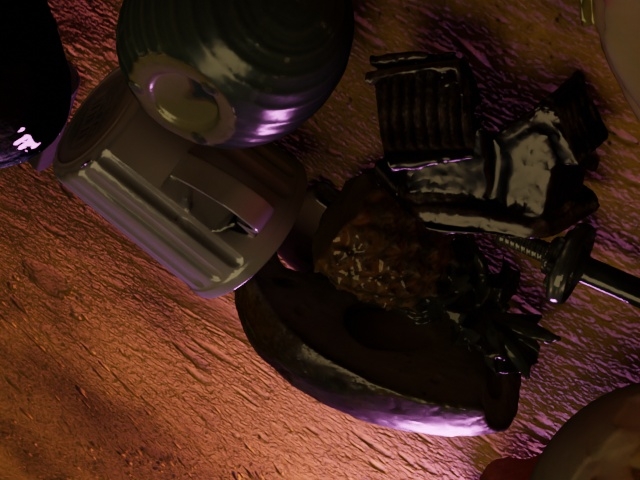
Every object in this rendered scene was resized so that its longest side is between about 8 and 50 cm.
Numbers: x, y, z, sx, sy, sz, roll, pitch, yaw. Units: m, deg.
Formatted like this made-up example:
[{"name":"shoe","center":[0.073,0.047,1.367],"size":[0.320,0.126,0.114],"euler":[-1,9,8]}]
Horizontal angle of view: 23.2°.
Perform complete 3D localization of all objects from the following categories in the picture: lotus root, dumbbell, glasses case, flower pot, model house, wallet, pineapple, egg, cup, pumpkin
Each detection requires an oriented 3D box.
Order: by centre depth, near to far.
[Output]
[{"name":"model house","center":[0.137,-0.091,1.297],"size":[0.203,0.141,0.164],"euler":[4,122,10]},{"name":"flower pot","center":[-0.075,-0.171,1.321],"size":[0.189,0.157,0.243],"euler":[39,157,-14]},{"name":"dumbbell","center":[0.273,0.042,1.375],"size":[0.254,0.081,0.081],"euler":[25,151,18]},{"name":"cup","center":[-0.122,-0.071,1.492],"size":[0.202,0.166,0.221],"euler":[38,143,-26]},{"name":"egg","center":[0.329,0.292,1.497],"size":[0.278,0.278,0.336],"euler":[24,153,17]},{"name":"pineapple","center":[0.114,0.038,1.504],"size":[0.248,0.128,0.128],"euler":[34,152,-13]},{"name":"pumpkin","center":[-0.332,-0.185,1.507],"size":[0.233,0.163,0.233],"euler":[165,90,-81]},{"name":"lotus root","center":[0.050,0.126,1.620],"size":[0.314,0.142,0.210],"euler":[13,150,14]},{"name":"wallet","center":[0.000,0.000,1.635],"size":[0.118,0.038,0.153],"euler":[42,150,-11]},{"name":"glasses case","center":[-0.311,-0.146,1.723],"size":[0.072,0.042,0.190],"euler":[40,152,1]}]

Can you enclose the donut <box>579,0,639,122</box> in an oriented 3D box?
[{"name":"donut","center":[0.329,-0.129,0.978],"size":[0.307,0.150,0.371],"euler":[4,140,43]}]

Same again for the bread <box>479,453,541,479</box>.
[{"name":"bread","center":[0.269,0.343,1.784],"size":[0.190,0.123,0.244],"euler":[5,142,12]}]
